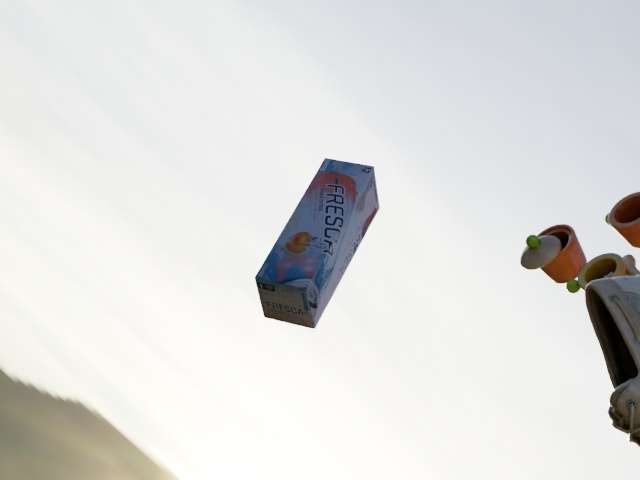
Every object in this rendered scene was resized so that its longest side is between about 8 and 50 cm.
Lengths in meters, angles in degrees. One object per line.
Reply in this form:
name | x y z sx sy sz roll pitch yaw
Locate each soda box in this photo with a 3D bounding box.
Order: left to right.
soda box | 0.000 0.000 1.519 0.058 0.183 0.063 11 -42 21

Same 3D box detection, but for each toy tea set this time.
toy tea set | 0.418 -0.019 2.048 0.124 0.336 0.200 51 26 -28

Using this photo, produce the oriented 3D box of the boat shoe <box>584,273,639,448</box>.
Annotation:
boat shoe | 0.358 0.180 1.653 0.109 0.098 0.302 119 -35 -64
